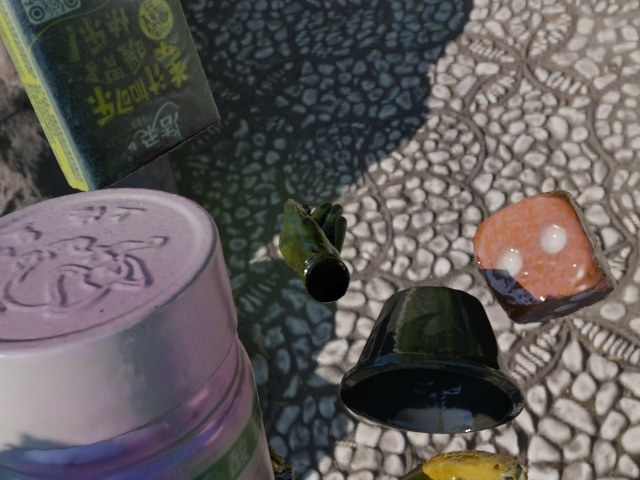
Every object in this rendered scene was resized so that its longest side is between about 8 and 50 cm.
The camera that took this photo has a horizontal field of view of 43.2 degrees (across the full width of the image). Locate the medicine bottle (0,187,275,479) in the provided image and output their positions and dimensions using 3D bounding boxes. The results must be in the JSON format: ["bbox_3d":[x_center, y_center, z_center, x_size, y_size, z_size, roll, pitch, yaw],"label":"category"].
[{"bbox_3d":[-0.148,0.147,0.624,0.212,0.325,0.212,-6,30,3],"label":"medicine bottle"}]

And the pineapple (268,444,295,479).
[{"bbox_3d":[-0.130,0.245,0.921,0.286,0.344,0.209,-11,97,21],"label":"pineapple"}]

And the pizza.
[{"bbox_3d":[0.205,0.568,1.366,0.130,0.440,0.406,14,57,-18],"label":"pizza"}]

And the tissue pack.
[{"bbox_3d":[-0.229,-0.204,0.867,0.185,0.257,0.081,-36,35,-31],"label":"tissue pack"}]

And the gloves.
[{"bbox_3d":[-0.011,0.009,1.284,0.107,0.135,0.268,-32,25,15],"label":"gloves"}]

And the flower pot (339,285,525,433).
[{"bbox_3d":[0.166,0.174,1.219,0.269,0.269,0.166,-3,54,12],"label":"flower pot"}]

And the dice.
[{"bbox_3d":[0.360,0.031,1.312,0.179,0.174,0.174,-25,70,22],"label":"dice"}]
